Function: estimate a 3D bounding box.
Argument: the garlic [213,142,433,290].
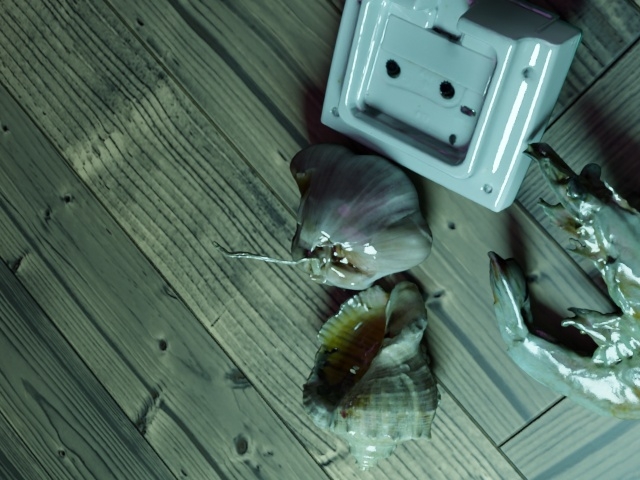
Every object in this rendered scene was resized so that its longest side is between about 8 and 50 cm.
[{"bbox_3d":[0.000,0.000,1.185,0.257,0.207,0.207,-24,92,-11],"label":"garlic"}]

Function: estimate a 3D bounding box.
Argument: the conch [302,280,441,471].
[{"bbox_3d":[0.069,0.167,1.217,0.178,0.163,0.245,12,80,11],"label":"conch"}]

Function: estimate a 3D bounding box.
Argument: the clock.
[{"bbox_3d":[0.128,-0.178,1.084,0.262,0.116,0.231,30,126,21],"label":"clock"}]

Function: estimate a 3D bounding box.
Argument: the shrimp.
[{"bbox_3d":[0.297,0.054,1.071,0.247,0.085,0.360,-21,105,33],"label":"shrimp"}]
